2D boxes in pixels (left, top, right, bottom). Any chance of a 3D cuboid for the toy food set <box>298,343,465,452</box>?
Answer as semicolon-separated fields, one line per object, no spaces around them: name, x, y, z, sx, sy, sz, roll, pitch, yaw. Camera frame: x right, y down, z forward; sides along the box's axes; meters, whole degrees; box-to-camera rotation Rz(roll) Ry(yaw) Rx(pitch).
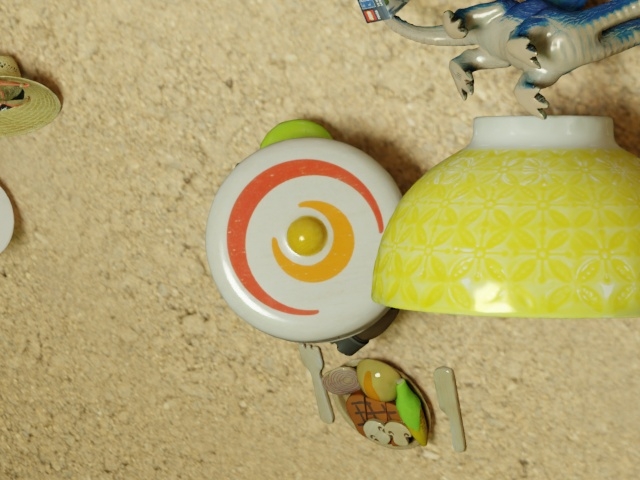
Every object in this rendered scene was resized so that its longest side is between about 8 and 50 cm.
toy food set;0.060;0.181;1.629;0.192;0.038;0.132;7;126;32

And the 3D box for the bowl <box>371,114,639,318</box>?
bowl;0.184;-0.026;1.248;0.290;0.289;0.156;2;94;35

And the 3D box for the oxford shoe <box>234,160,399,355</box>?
oxford shoe;0.000;0.000;1.518;0.096;0.083;0.227;-37;96;24

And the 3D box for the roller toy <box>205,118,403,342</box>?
roller toy;-0.007;0.003;1.404;0.209;0.191;0.146;38;178;5

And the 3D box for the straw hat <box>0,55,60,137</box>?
straw hat;-0.354;-0.171;1.636;0.144;0.145;0.061;-33;59;46

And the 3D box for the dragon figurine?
dragon figurine;0.178;-0.179;1.227;0.289;0.144;0.085;22;138;48

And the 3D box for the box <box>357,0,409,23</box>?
box;0.062;-0.249;1.219;0.027;0.137;0.094;-5;119;38

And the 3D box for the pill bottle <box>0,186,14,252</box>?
pill bottle;-0.481;-0.014;1.804;0.229;0.131;0.131;-8;117;40
